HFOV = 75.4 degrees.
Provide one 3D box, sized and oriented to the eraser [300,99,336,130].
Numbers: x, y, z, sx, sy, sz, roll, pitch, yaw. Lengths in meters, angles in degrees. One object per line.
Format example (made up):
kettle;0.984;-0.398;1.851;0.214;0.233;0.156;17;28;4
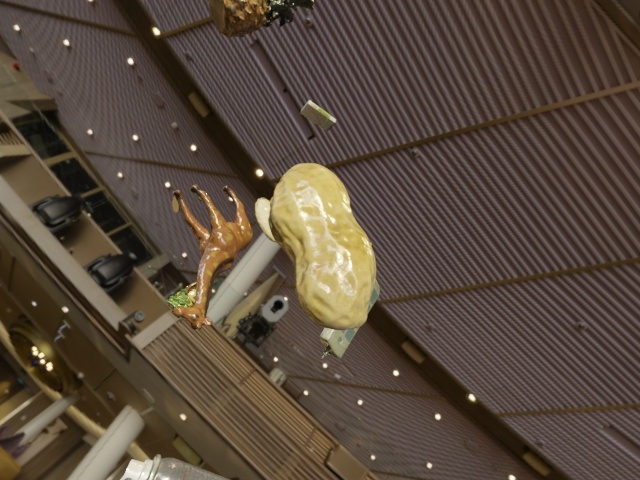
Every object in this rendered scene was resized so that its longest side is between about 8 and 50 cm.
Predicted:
eraser;-0.005;-0.307;1.022;0.083;0.019;0.038;30;-42;-21

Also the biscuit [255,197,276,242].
biscuit;-0.157;-0.065;1.296;0.020;0.152;0.152;-20;-72;22

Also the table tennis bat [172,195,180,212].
table tennis bat;-0.402;-0.105;1.169;0.083;0.007;0.050;-6;-90;52

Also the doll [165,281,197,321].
doll;-0.347;0.144;1.065;0.076;0.113;0.078;17;-30;6

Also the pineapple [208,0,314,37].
pineapple;-0.132;-0.560;0.979;0.128;0.248;0.128;42;-35;38

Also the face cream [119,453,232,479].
face cream;-0.157;0.394;0.618;0.283;0.073;0.073;29;-39;-13

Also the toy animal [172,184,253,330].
toy animal;-0.179;0.015;0.673;0.066;0.224;0.230;-27;-98;27

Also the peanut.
peanut;0.000;0.000;0.666;0.149;0.149;0.313;-60;-138;48

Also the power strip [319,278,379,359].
power strip;0.065;0.166;0.908;0.029;0.227;0.080;13;-35;39
